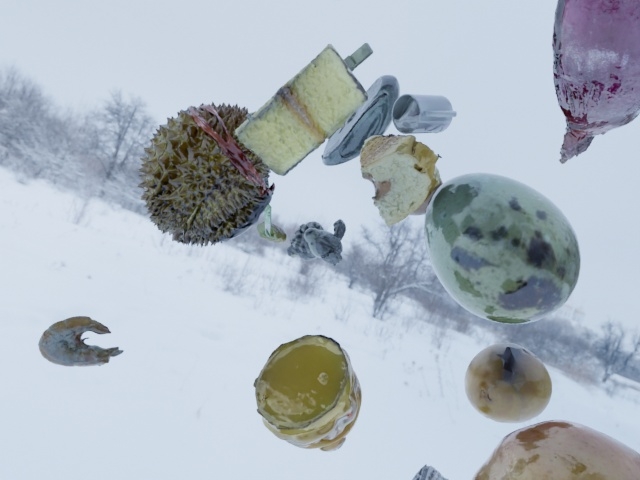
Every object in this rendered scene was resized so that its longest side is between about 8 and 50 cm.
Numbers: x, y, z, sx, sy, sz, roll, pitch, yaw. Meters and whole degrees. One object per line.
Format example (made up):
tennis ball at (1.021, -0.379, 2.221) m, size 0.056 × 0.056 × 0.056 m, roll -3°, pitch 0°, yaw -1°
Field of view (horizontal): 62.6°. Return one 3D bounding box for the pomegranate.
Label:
pomegranate at (0.391, 0.461, 0.883) m, size 0.338 × 0.338 × 0.338 m, roll 22°, pitch -2°, yaw 1°

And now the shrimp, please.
shrimp at (-0.564, 0.246, 1.252) m, size 0.188 × 0.132 × 0.051 m, roll 15°, pitch 20°, yaw -33°

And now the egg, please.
egg at (0.449, 0.014, 1.355) m, size 0.428 × 0.345 × 0.345 m, roll 47°, pitch 10°, yaw 27°

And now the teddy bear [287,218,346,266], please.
teddy bear at (-0.001, -0.010, 1.872) m, size 0.144 × 0.171 × 0.251 m, roll 40°, pitch -24°, yaw -25°

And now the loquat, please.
loquat at (0.531, 0.406, 1.501) m, size 0.235 × 0.235 × 0.235 m, roll 22°, pitch -2°, yaw 1°

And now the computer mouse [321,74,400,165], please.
computer mouse at (0.141, -0.364, 1.698) m, size 0.114 × 0.203 × 0.374 m, roll 29°, pitch -45°, yaw -19°

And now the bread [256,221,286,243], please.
bread at (-0.161, -0.023, 1.799) m, size 0.066 × 0.060 × 0.110 m, roll 13°, pitch -11°, yaw 39°

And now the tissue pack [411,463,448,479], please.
tissue pack at (0.266, 0.852, 1.571) m, size 0.123 × 0.245 × 0.332 m, roll 36°, pitch 21°, yaw 14°

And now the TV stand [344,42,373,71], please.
TV stand at (0.053, -0.499, 1.587) m, size 0.036 × 0.249 × 0.042 m, roll 58°, pitch 30°, yaw 3°

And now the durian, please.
durian at (-0.272, -0.167, 1.317) m, size 0.348 × 0.384 × 0.347 m, roll 23°, pitch -15°, yaw 7°

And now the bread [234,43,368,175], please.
bread at (-0.041, -0.273, 1.098) m, size 0.178 × 0.266 × 0.142 m, roll 45°, pitch 12°, yaw -33°

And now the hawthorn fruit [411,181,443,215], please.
hawthorn fruit at (0.310, -0.199, 1.896) m, size 0.248 × 0.208 × 0.208 m, roll 9°, pitch 4°, yaw -27°

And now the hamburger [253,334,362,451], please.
hamburger at (-0.019, 0.408, 1.357) m, size 0.276 × 0.276 × 0.236 m, roll 20°, pitch -31°, yaw 36°

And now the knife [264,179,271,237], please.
knife at (-0.173, -0.112, 1.736) m, size 0.030 × 0.207 × 0.014 m, roll -4°, pitch -5°, yaw 32°

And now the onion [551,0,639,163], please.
onion at (0.456, -0.260, 0.756) m, size 0.159 × 0.267 × 0.348 m, roll 31°, pitch -39°, yaw 43°

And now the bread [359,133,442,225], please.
bread at (0.223, -0.196, 1.350) m, size 0.211 × 0.224 × 0.183 m, roll -27°, pitch -61°, yaw 37°

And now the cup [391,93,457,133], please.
cup at (0.271, -0.313, 1.340) m, size 0.133 × 0.099 × 0.136 m, roll -10°, pitch 44°, yaw -37°
